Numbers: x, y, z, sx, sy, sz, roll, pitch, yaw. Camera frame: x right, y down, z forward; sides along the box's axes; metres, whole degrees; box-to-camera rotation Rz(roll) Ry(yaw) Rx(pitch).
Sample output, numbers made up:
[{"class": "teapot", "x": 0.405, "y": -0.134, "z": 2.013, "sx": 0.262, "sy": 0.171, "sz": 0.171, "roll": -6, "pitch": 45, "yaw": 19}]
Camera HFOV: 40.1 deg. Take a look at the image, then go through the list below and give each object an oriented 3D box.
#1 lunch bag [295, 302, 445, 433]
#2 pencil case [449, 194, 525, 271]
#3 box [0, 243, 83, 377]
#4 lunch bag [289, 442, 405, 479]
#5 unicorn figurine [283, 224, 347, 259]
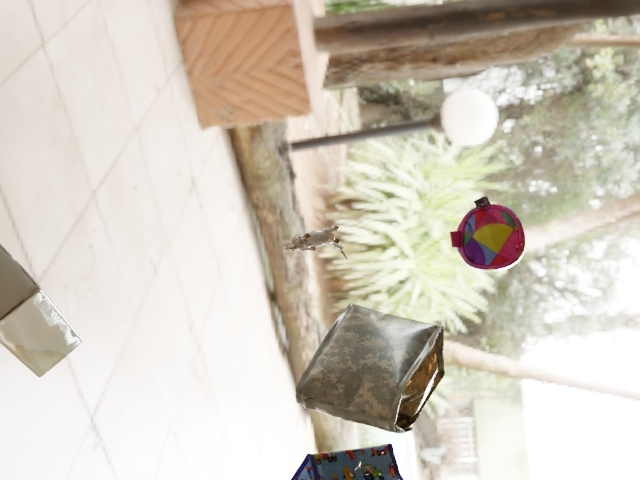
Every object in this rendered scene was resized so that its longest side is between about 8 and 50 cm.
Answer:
[{"class": "lunch bag", "x": 0.108, "y": 0.290, "z": 1.857, "sx": 0.287, "sy": 0.235, "sz": 0.169, "roll": -46, "pitch": 140, "yaw": -47}, {"class": "pencil case", "x": 0.250, "y": -0.002, "z": 1.290, "sx": 0.236, "sy": 0.104, "sz": 0.104, "roll": 16, "pitch": 69, "yaw": -76}, {"class": "box", "x": -0.583, "y": 0.138, "z": 1.693, "sx": 0.148, "sy": 0.121, "sz": 0.311, "roll": 42, "pitch": -17, "yaw": 19}, {"class": "lunch bag", "x": 0.024, "y": 0.580, "z": 1.913, "sx": 0.293, "sy": 0.221, "sz": 0.138, "roll": -55, "pitch": -134, "yaw": 40}, {"class": "unicorn figurine", "x": 0.000, "y": 0.000, "z": 1.761, "sx": 0.111, "sy": 0.162, "sz": 0.060, "roll": 167, "pitch": -73, "yaw": -71}]
